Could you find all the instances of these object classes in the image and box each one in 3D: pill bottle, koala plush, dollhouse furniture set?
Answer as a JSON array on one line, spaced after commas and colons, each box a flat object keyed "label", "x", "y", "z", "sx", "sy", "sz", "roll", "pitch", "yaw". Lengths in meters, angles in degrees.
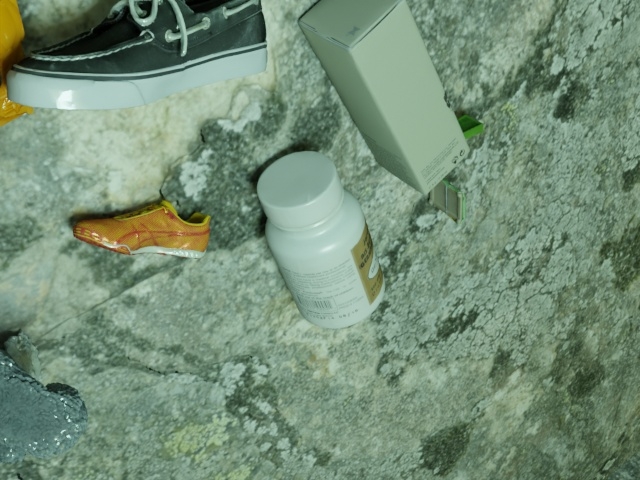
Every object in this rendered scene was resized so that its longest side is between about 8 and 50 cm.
[{"label": "pill bottle", "x": 0.000, "y": 0.000, "z": 1.056, "sx": 0.131, "sy": 0.131, "sz": 0.229, "roll": -36, "pitch": 136, "yaw": -14}, {"label": "koala plush", "x": -0.366, "y": 0.174, "z": 0.842, "sx": 0.203, "sy": 0.221, "sz": 0.196, "roll": 45, "pitch": 81, "yaw": -5}, {"label": "dollhouse furniture set", "x": 0.202, "y": -0.107, "z": 1.190, "sx": 0.058, "sy": 0.076, "sz": 0.152, "roll": -27, "pitch": 133, "yaw": -22}]

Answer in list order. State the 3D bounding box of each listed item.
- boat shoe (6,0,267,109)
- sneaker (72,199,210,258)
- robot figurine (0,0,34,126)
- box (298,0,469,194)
[{"label": "boat shoe", "x": -0.161, "y": -0.196, "z": 0.770, "sx": 0.306, "sy": 0.113, "sz": 0.105, "roll": -23, "pitch": 125, "yaw": -43}, {"label": "sneaker", "x": -0.207, "y": -0.016, "z": 0.936, "sx": 0.175, "sy": 0.064, "sz": 0.067, "roll": 2, "pitch": 98, "yaw": -47}, {"label": "robot figurine", "x": -0.326, "y": -0.206, "z": 0.635, "sx": 0.211, "sy": 0.085, "sz": 0.291, "roll": -52, "pitch": 149, "yaw": -47}, {"label": "box", "x": 0.087, "y": -0.188, "z": 1.010, "sx": 0.094, "sy": 0.113, "sz": 0.275, "roll": -44, "pitch": 139, "yaw": -7}]
